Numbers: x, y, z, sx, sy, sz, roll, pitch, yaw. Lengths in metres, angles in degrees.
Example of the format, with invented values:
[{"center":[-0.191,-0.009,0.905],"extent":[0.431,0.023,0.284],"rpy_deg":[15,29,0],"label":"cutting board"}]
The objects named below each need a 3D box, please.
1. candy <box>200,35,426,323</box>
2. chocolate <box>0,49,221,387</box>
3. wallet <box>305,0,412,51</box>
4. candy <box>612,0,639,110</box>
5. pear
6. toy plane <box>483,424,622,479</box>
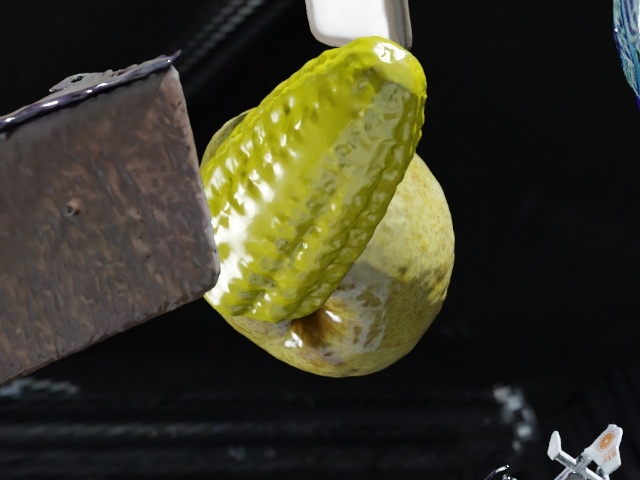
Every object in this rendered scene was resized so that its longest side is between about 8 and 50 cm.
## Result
[{"center":[-0.005,-0.038,0.961],"extent":[0.094,0.106,0.199],"rpy_deg":[-35,-12,-43],"label":"candy"},{"center":[-0.188,0.024,0.755],"extent":[0.321,0.112,0.112],"rpy_deg":[-27,14,-29],"label":"chocolate"},{"center":[0.024,-0.223,1.376],"extent":[0.039,0.118,0.152],"rpy_deg":[-30,-56,-34],"label":"wallet"},{"center":[0.320,-0.223,1.681],"extent":[0.070,0.145,0.275],"rpy_deg":[-4,-64,0],"label":"candy"},{"center":[0.000,0.000,1.410],"extent":[0.228,0.211,0.188],"rpy_deg":[31,-62,-14],"label":"pear"},{"center":[0.153,0.198,1.274],"extent":[0.053,0.078,0.197],"rpy_deg":[36,-63,-15],"label":"toy plane"}]
